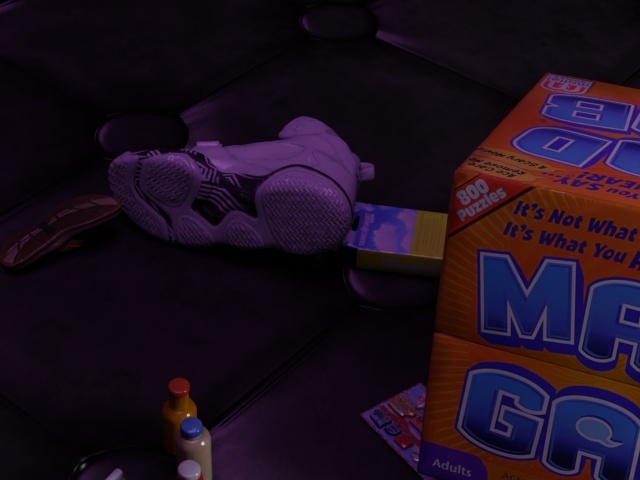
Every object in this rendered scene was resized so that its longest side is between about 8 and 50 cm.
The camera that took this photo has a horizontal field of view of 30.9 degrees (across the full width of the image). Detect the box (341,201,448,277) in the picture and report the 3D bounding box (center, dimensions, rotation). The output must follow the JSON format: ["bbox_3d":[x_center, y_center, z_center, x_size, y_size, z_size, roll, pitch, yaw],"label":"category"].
[{"bbox_3d":[0.125,0.001,1.615,0.178,0.042,0.109,7,39,7],"label":"box"}]

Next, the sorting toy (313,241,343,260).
[{"bbox_3d":[0.000,0.000,1.633,0.062,0.012,0.083,20,40,16],"label":"sorting toy"}]

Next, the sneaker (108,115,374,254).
[{"bbox_3d":[-0.104,-0.085,1.644,0.366,0.137,0.210,9,29,19],"label":"sneaker"}]

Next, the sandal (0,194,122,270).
[{"bbox_3d":[-0.356,-0.007,1.599,0.180,0.049,0.072,-34,45,-17],"label":"sandal"}]

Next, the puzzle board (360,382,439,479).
[{"bbox_3d":[0.124,0.225,1.370,0.096,0.011,0.128,-24,47,-28],"label":"puzzle board"}]

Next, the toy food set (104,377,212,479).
[{"bbox_3d":[-0.182,0.262,1.233,0.111,0.104,0.232,23,43,22],"label":"toy food set"}]

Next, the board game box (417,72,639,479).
[{"bbox_3d":[0.344,0.065,1.236,0.356,0.356,0.356,14,27,20],"label":"board game box"}]
